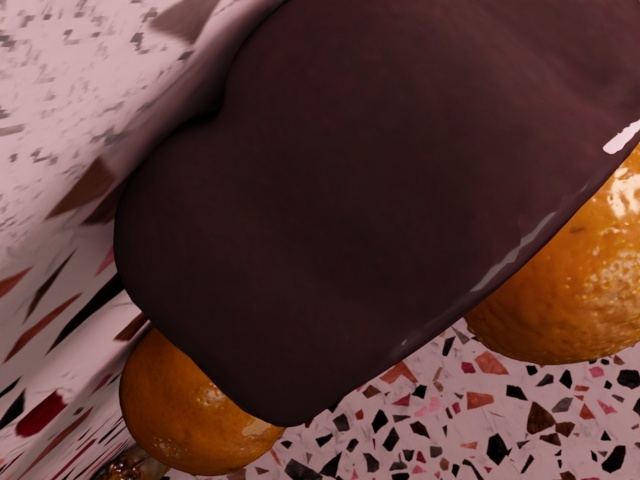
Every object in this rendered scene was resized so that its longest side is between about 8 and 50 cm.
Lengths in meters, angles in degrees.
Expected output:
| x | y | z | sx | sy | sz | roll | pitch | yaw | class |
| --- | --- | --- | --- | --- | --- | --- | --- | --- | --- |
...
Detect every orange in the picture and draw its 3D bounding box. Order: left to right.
| x | y | z | sx | sy | sz | roll | pitch | yaw | class |
| --- | --- | --- | --- | --- | --- | --- | --- | --- | --- |
| -0.071 | 0.100 | 0.803 | 0.156 | 0.124 | 0.156 | -43 | 172 | -7 | orange |
| 0.265 | -0.039 | 1.173 | 0.293 | 0.340 | 0.340 | -12 | -175 | 15 | orange |

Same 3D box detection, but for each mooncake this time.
| x | y | z | sx | sy | sz | roll | pitch | yaw | class |
| --- | --- | --- | --- | --- | --- | --- | --- | --- | --- |
| 0.028 | -0.029 | 0.472 | 0.245 | 0.133 | 0.245 | -45 | 176 | -4 | mooncake |

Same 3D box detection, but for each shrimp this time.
| x | y | z | sx | sy | sz | roll | pitch | yaw | class |
| --- | --- | --- | --- | --- | --- | --- | --- | --- | --- |
| -0.268 | 0.323 | 1.468 | 0.145 | 0.061 | 0.267 | -35 | 176 | -7 | shrimp |
